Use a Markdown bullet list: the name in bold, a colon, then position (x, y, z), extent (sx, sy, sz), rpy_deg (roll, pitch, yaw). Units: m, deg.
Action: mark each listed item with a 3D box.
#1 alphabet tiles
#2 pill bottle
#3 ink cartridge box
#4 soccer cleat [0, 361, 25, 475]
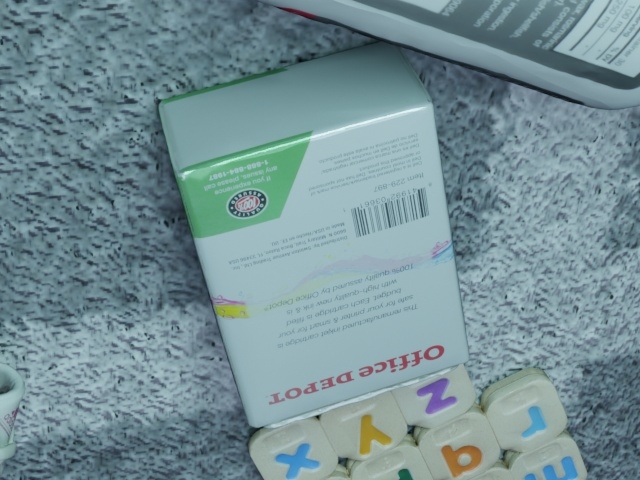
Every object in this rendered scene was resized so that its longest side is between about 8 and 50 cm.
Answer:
- **alphabet tiles**: position (0.065, 0.203, 1.084), extent (0.284, 0.021, 0.278), rpy_deg (-26, 128, 1)
- **pill bottle**: position (0.118, -0.170, 0.730), extent (0.318, 0.176, 0.176), rpy_deg (14, 120, -26)
- **ink cartridge box**: position (0.000, 0.000, 0.870), extent (0.154, 0.093, 0.212), rpy_deg (-17, 127, -5)
- **soccer cleat**: position (-0.247, 0.155, 0.887), extent (0.143, 0.116, 0.331), rpy_deg (-14, 128, -8)
